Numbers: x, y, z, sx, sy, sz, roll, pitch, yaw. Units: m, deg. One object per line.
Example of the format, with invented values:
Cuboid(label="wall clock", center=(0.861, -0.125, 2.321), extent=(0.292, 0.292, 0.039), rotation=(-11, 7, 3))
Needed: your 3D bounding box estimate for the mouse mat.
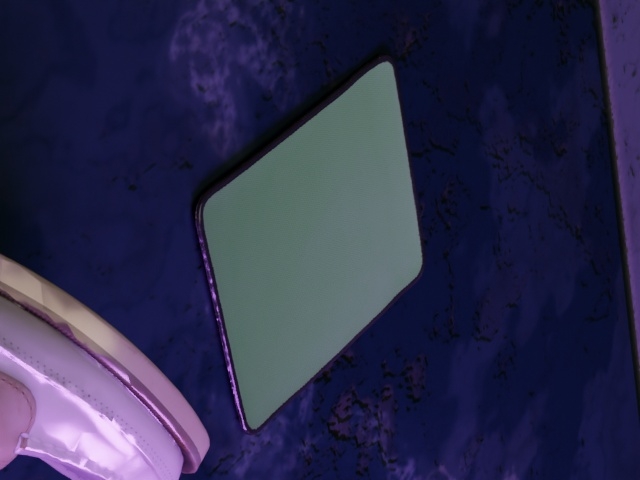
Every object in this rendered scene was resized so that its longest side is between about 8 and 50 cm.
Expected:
Cuboid(label="mouse mat", center=(0.000, 0.000, 1.005), extent=(0.189, 0.007, 0.153), rotation=(-42, 132, -43))

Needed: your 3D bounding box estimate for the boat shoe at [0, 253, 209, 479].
Cuboid(label="boat shoe", center=(-0.164, 0.044, 0.700), extent=(0.302, 0.113, 0.103), rotation=(43, 66, -40))
